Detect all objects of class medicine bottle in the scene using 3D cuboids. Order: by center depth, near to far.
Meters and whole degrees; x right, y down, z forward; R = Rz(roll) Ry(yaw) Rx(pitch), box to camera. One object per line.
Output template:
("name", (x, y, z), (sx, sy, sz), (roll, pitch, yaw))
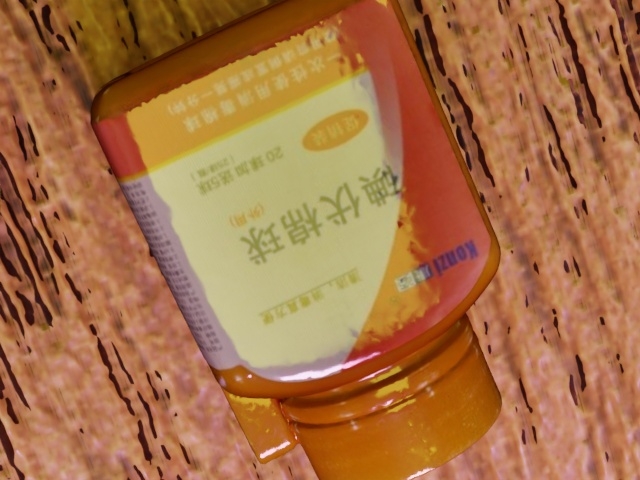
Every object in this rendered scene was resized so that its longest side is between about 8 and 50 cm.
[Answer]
("medicine bottle", (0.000, 0.000, 0.561), (0.149, 0.112, 0.222), (-26, 102, -5))
